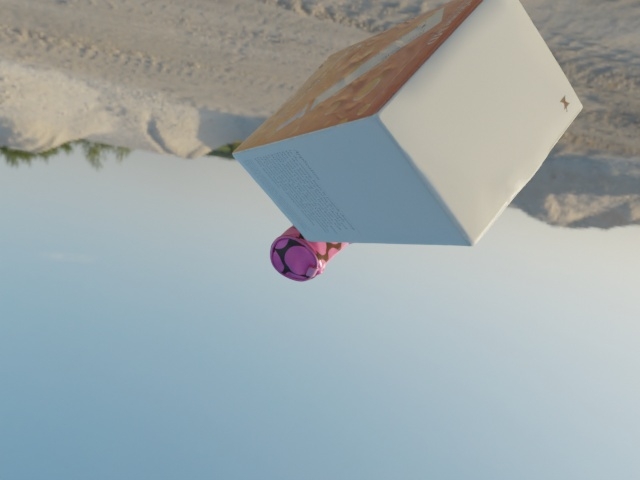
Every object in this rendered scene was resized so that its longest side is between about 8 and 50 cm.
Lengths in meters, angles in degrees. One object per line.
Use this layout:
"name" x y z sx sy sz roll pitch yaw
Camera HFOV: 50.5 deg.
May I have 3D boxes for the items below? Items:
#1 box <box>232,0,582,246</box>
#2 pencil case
"box" 0.080 -0.126 0.794 0.168 0.215 0.345 49 159 -21
"pencil case" 0.000 0.000 1.150 0.098 0.095 0.209 44 -146 4
